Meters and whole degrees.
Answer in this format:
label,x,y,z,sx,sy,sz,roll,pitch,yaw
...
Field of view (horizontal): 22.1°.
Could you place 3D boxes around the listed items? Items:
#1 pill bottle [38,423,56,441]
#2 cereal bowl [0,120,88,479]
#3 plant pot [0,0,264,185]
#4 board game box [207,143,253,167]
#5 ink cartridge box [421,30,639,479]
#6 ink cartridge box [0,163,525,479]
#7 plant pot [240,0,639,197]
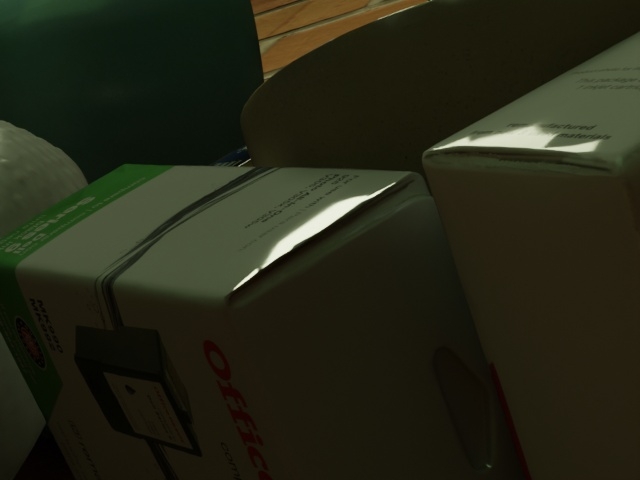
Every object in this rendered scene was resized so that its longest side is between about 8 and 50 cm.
label,x,y,z,sx,sy,sz,roll,pitch,yaw
pill bottle,-0.205,0.072,1.191,0.146,0.146,0.264,-34,19,-36
cereal bowl,-0.303,0.055,1.074,0.339,0.141,0.339,-29,44,33
plant pot,-0.200,-0.148,1.537,0.235,0.293,0.293,-10,13,-16
board game box,0.000,0.000,1.126,0.243,0.165,0.042,-33,20,-37
ink cartridge box,0.220,0.000,0.732,0.306,0.226,0.131,-30,20,-30
ink cartridge box,-0.036,0.078,0.829,0.121,0.211,0.289,-32,19,-27
plant pot,0.116,-0.005,0.880,0.284,0.191,0.284,-13,-11,-3
